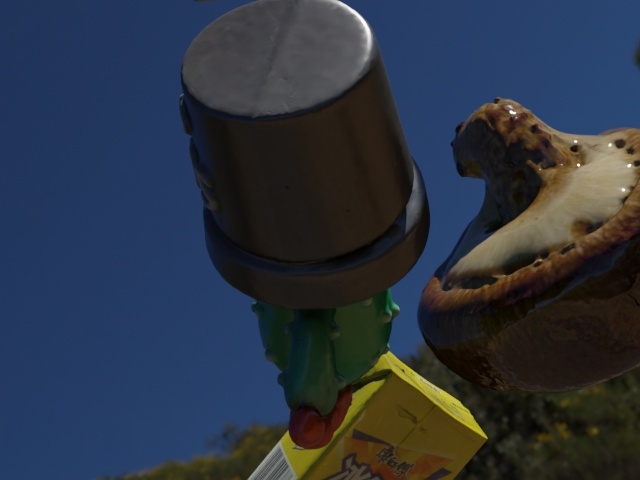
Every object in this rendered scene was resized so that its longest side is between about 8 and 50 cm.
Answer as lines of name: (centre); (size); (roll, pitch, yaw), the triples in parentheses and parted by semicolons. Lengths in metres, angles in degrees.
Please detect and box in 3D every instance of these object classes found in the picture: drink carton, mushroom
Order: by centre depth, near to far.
mushroom: (0.229, -0.004, 1.398); (0.345, 0.259, 0.345); (-36, 12, 9)
drink carton: (0.008, 0.290, 1.528); (0.154, 0.111, 0.351); (37, -85, -23)

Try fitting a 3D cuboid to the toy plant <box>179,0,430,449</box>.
toy plant: (-0.005, -0.009, 1.159); (0.185, 0.279, 0.400); (-24, -43, -11)
